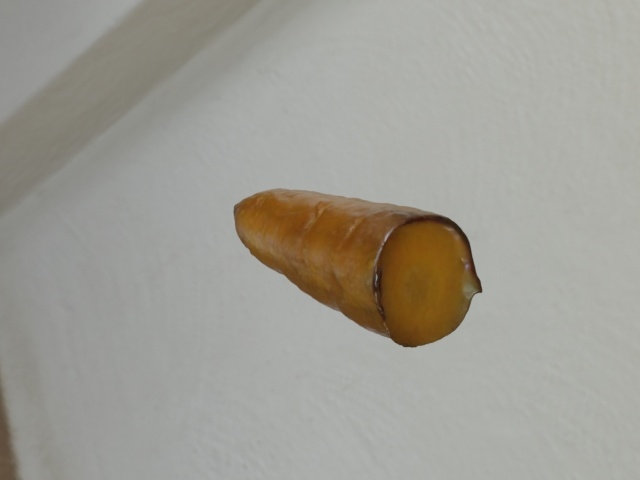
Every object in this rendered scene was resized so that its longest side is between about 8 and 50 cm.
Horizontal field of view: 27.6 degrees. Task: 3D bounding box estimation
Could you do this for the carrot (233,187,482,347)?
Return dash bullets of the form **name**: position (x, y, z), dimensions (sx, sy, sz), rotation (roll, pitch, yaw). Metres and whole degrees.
- **carrot**: position (0.000, 0.000, 0.736), dimensions (0.072, 0.072, 0.205), rotation (37, -9, -36)
